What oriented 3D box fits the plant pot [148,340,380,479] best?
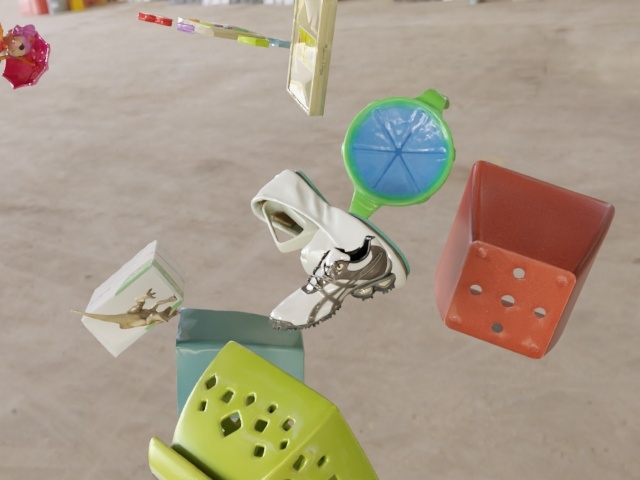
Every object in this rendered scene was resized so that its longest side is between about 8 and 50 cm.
[{"bbox_3d":[-0.081,0.310,1.258,0.228,0.227,0.207,23,59,42],"label":"plant pot"}]

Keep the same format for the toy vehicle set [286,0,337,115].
[{"bbox_3d":[-0.022,-0.430,2.078,0.035,0.267,0.166,-4,32,-20],"label":"toy vehicle set"}]

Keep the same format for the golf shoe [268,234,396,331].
[{"bbox_3d":[0.008,0.057,1.323,0.198,0.094,0.077,-26,27,-16],"label":"golf shoe"}]

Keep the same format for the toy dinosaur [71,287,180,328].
[{"bbox_3d":[-0.274,0.115,1.403,0.092,0.053,0.183,-30,-21,31],"label":"toy dinosaur"}]

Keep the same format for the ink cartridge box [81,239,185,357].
[{"bbox_3d":[-0.322,0.096,1.639,0.154,0.093,0.212,-40,15,1],"label":"ink cartridge box"}]

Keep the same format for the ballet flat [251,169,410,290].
[{"bbox_3d":[0.000,0.000,1.620,0.139,0.139,0.400,-18,34,-24],"label":"ballet flat"}]

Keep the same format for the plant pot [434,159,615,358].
[{"bbox_3d":[0.343,0.053,1.649,0.267,0.267,0.236,20,29,9],"label":"plant pot"}]

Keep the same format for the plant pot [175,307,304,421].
[{"bbox_3d":[-0.148,0.233,1.758,0.234,0.165,0.165,0,20,-4],"label":"plant pot"}]

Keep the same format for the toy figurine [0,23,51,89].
[{"bbox_3d":[-0.434,-0.250,1.230,0.159,0.173,0.130,-20,70,-34],"label":"toy figurine"}]

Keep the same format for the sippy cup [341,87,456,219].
[{"bbox_3d":[0.169,-0.177,2.043,0.305,0.240,0.224,-21,-6,1],"label":"sippy cup"}]

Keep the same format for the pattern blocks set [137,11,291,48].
[{"bbox_3d":[-0.236,-0.497,2.205,0.285,0.026,0.325,21,16,30],"label":"pattern blocks set"}]
